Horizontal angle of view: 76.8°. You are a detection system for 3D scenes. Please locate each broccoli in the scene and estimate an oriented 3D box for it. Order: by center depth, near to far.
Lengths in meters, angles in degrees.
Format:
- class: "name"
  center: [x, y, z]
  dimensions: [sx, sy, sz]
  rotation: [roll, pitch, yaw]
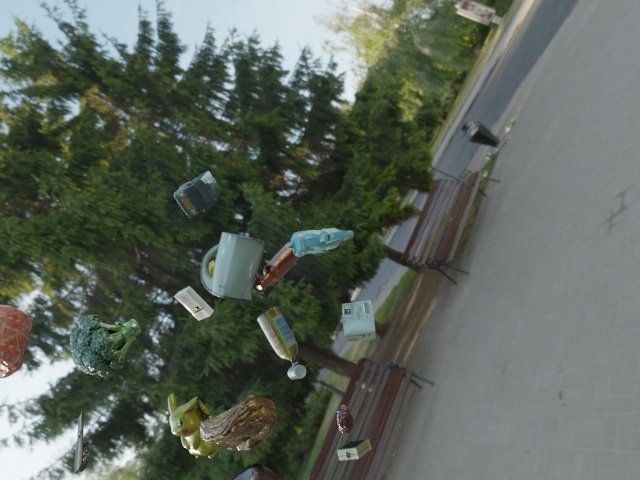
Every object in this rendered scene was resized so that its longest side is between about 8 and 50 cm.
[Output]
- class: "broccoli"
  center: [-0.889, 0.420, 1.674]
  dimensions: [0.270, 0.270, 0.269]
  rotation: [-32, -24, -35]

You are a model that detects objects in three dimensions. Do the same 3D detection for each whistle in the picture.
- class: "whistle"
  center: [0.000, 0.000, 1.519]
  dimensions: [0.186, 0.274, 0.093]
  rotation: [-39, 64, 60]

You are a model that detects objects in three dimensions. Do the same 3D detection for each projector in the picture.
- class: "projector"
  center: [0.141, 0.300, 1.491]
  dimensions: [0.147, 0.115, 0.061]
  rotation: [-91, -8, -50]

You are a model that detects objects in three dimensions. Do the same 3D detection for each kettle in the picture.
- class: "kettle"
  center: [-0.330, 0.093, 1.471]
  dimensions: [0.161, 0.222, 0.236]
  rotation: [13, -91, -76]

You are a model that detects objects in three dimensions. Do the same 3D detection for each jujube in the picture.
- class: "jujube"
  center: [0.105, 0.758, 1.710]
  dimensions: [0.077, 0.078, 0.129]
  rotation: [-55, -43, -62]

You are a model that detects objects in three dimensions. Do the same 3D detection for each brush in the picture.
- class: "brush"
  center: [-0.863, 0.725, 1.463]
  dimensions: [0.043, 0.036, 0.248]
  rotation: [-54, 37, 5]

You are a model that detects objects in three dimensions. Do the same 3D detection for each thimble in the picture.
- class: "thimble"
  center: [-0.912, 0.273, 1.056]
  dimensions: [0.239, 0.240, 0.162]
  rotation: [109, 151, -52]

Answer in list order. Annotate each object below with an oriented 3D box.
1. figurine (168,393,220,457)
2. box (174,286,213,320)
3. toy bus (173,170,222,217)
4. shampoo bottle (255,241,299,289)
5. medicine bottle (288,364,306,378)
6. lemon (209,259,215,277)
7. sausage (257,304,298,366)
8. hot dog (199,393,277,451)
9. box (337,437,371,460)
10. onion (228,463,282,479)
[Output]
- class: "figurine"
  center: [-0.600, 0.885, 1.927]
  dimensions: [0.218, 0.326, 0.169]
  rotation: [-24, 18, 35]
- class: "box"
  center: [-0.540, 0.270, 1.726]
  dimensions: [0.084, 0.154, 0.040]
  rotation: [-27, 22, 30]
- class: "toy bus"
  center: [-0.556, -0.216, 1.852]
  dimensions: [0.167, 0.138, 0.275]
  rotation: [-29, 19, 3]
- class: "shampoo bottle"
  center: [-0.163, 0.101, 1.542]
  dimensions: [0.244, 0.086, 0.085]
  rotation: [-48, -16, -45]
- class: "medicine bottle"
  center: [-0.106, 0.591, 1.809]
  dimensions: [0.058, 0.058, 0.091]
  rotation: [-61, 10, -30]
- class: "lemon"
  center: [-0.446, 0.124, 1.664]
  dimensions: [0.065, 0.065, 0.092]
  rotation: [101, 168, -70]
- class: "sausage"
  center: [-0.190, 0.479, 1.948]
  dimensions: [0.117, 0.317, 0.125]
  rotation: [-24, -12, -29]
- class: "hot dog"
  center: [-0.259, 0.584, 1.251]
  dimensions: [0.259, 0.175, 0.114]
  rotation: [-36, 43, 20]
- class: "box"
  center: [0.106, 0.666, 1.284]
  dimensions: [0.079, 0.035, 0.083]
  rotation: [-28, -17, 33]
- class: "onion"
  center: [-0.131, 0.587, 0.806]
  dimensions: [0.216, 0.206, 0.206]
  rotation: [-27, -32, -46]
